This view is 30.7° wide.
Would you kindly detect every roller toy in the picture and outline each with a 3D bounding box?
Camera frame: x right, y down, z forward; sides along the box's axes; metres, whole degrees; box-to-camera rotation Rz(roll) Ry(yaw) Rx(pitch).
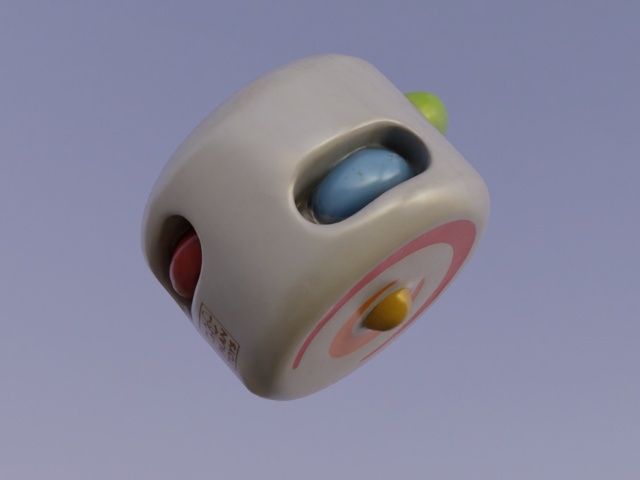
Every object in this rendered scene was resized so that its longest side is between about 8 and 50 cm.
[{"bbox_3d":[0.000,0.000,0.713,0.209,0.146,0.191,-48,-21,16],"label":"roller toy"}]
